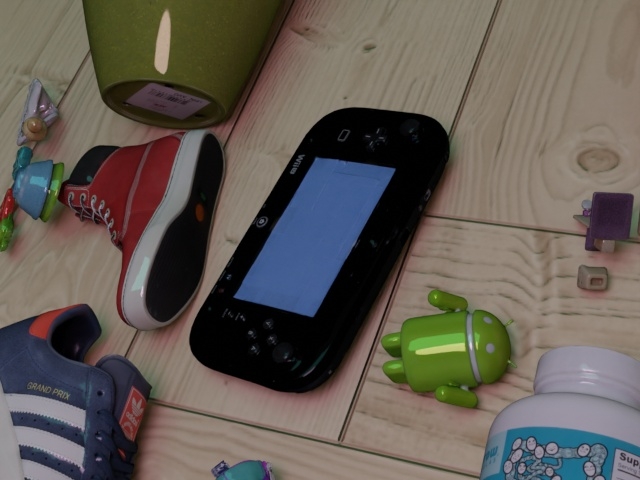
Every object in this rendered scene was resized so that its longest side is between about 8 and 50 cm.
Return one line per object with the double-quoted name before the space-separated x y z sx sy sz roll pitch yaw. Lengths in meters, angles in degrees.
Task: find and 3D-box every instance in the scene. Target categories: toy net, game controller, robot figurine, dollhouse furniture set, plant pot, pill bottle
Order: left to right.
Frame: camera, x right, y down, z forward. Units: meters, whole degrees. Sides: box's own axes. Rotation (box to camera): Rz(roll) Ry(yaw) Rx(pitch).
"toy net" -0.325 -0.092 1.293 0.045 0.122 0.232 15 38 -20
"plant pot" -0.155 -0.284 1.254 0.275 0.275 0.293 0 72 21
"game controller" 0.000 0.000 1.098 0.166 0.067 0.319 16 63 29
"robot figurine" 0.112 0.096 0.986 0.115 0.067 0.101 -8 64 15
"pill bottle" 0.183 0.213 0.829 0.146 0.146 0.264 3 58 23
"dollhouse furniture set" 0.287 -0.004 1.028 0.114 0.091 0.081 2 12 -4

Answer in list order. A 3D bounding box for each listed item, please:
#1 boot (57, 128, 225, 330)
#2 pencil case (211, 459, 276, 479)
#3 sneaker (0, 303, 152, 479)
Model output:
"boot" -0.208 -0.008 1.175 0.176 0.088 0.244 -5 49 20
"pencil case" -0.036 0.249 0.939 0.070 0.064 0.151 -48 53 6
"sneaker" -0.205 0.191 1.007 0.148 0.131 0.350 -27 55 -8
